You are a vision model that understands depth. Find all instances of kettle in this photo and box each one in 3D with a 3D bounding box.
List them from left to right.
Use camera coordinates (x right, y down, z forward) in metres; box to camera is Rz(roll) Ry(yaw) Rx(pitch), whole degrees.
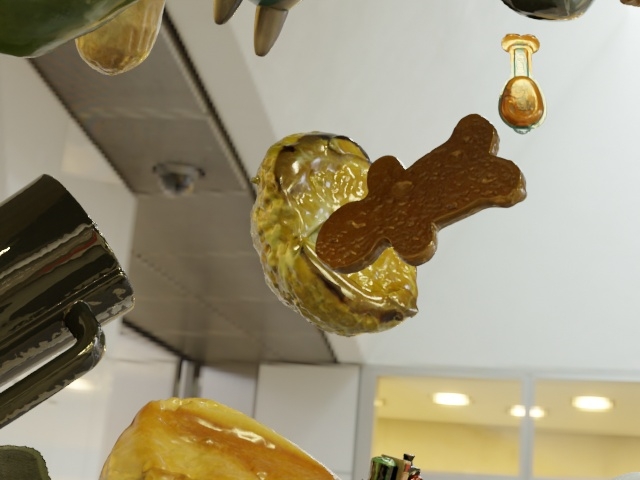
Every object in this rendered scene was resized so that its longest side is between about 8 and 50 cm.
[{"bbox_3d":[-0.388,0.105,1.451,0.308,0.262,0.203,-35,-14,-21],"label":"kettle"}]

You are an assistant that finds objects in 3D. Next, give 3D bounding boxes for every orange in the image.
[{"bbox_3d":[0.000,0.000,2.018,0.210,0.368,0.271,-29,-17,38],"label":"orange"}]

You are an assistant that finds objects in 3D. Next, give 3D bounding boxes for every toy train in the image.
[{"bbox_3d":[0.069,0.302,1.347,0.087,0.138,0.050,21,-10,-40],"label":"toy train"}]

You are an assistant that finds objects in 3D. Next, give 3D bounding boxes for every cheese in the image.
[{"bbox_3d":[0.195,-0.152,1.168,0.047,0.111,0.017,2,-22,-1],"label":"cheese"}]

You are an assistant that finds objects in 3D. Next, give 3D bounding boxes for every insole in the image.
[{"bbox_3d":[-0.194,0.175,0.750,0.080,0.003,0.232,-7,-31,-15],"label":"insole"}]

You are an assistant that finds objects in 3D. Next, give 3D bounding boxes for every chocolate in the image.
[{"bbox_3d":[-0.274,-0.387,1.739,0.134,0.309,0.134,22,18,-7],"label":"chocolate"}]

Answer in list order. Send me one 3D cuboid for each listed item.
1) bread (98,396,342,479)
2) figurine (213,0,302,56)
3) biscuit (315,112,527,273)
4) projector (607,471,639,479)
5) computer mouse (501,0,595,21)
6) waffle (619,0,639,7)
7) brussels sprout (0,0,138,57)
[{"bbox_3d":[-0.090,0.253,0.778,0.167,0.294,0.132,25,19,18],"label":"bread"},{"bbox_3d":[-0.021,-0.497,2.119,0.361,0.377,0.266,18,8,18],"label":"figurine"},{"bbox_3d":[0.087,-0.033,1.124,0.205,0.138,0.031,-31,-44,8],"label":"biscuit"},{"bbox_3d":[0.240,0.327,0.914,0.249,0.248,0.249,-32,-13,2],"label":"projector"},{"bbox_3d":[0.118,-0.320,0.902,0.114,0.203,0.374,-20,-47,41],"label":"computer mouse"},{"bbox_3d":[0.356,-0.265,1.144,0.102,0.042,0.148,-1,-14,-45],"label":"waffle"},{"bbox_3d":[-0.280,-0.359,1.221,0.276,0.371,0.315,32,-66,-32],"label":"brussels sprout"}]
